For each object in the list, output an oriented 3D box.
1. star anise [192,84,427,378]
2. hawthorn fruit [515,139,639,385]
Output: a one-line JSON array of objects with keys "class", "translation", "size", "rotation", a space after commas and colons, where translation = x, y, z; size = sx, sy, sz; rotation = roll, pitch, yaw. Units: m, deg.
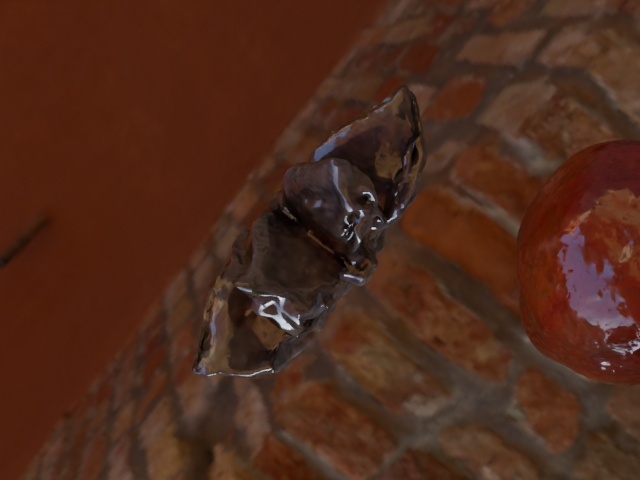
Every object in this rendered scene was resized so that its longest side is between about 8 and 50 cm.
[{"class": "star anise", "translation": [-0.001, 0.002, 1.073], "size": [0.117, 0.332, 0.332], "rotation": [36, 171, 7]}, {"class": "hawthorn fruit", "translation": [0.266, 0.007, 1.004], "size": [0.205, 0.205, 0.253], "rotation": [36, 153, 12]}]
